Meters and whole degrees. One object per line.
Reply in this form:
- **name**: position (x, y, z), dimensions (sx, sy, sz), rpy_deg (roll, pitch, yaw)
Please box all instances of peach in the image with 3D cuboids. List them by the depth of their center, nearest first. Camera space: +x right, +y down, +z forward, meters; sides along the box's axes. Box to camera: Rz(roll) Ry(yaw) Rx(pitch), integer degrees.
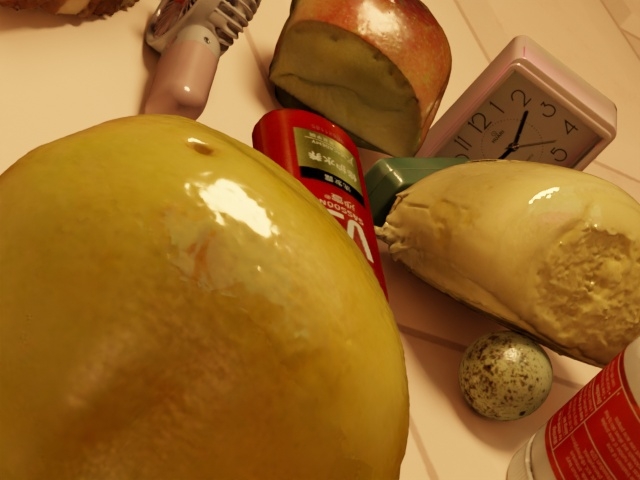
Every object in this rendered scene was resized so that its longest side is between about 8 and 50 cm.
- **peach**: position (-0.099, 0.092, 1.051), dimensions (0.315, 0.314, 0.281), rpy_deg (40, -8, -7)

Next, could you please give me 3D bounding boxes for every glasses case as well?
- **glasses case**: position (0.098, -0.046, 1.756), dimensions (0.039, 0.078, 0.184), rpy_deg (51, 27, 22)

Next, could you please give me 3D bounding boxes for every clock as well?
- **clock**: position (0.211, -0.106, 1.866), dimensions (0.150, 0.197, 0.063), rpy_deg (36, 29, -13)

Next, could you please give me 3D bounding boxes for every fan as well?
- **fan**: position (-0.122, -0.195, 1.647), dimensions (0.074, 0.130, 0.244), rpy_deg (37, 37, -23)

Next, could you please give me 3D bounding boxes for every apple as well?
- **apple**: position (0.047, -0.193, 1.801), dimensions (0.188, 0.174, 0.207), rpy_deg (20, -16, -3)

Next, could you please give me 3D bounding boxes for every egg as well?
- **egg**: position (0.175, 0.126, 1.593), dimensions (0.110, 0.085, 0.085), rpy_deg (-2, 50, -54)

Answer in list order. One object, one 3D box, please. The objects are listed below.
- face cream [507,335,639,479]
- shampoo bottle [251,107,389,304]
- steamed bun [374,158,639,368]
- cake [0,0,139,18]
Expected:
- **face cream**: position (0.300, 0.208, 1.524), dimensions (0.201, 0.187, 0.201), rpy_deg (32, 28, -19)
- **shampoo bottle**: position (0.000, -0.001, 1.557), dimensions (0.118, 0.076, 0.314), rpy_deg (31, 28, -27)
- **steamed bun**: position (0.206, 0.004, 1.655), dimensions (0.273, 0.166, 0.232), rpy_deg (29, -1, -30)
- **cake**: position (-0.228, -0.383, 1.597), dimensions (0.256, 0.282, 0.290), rpy_deg (47, 25, 4)
